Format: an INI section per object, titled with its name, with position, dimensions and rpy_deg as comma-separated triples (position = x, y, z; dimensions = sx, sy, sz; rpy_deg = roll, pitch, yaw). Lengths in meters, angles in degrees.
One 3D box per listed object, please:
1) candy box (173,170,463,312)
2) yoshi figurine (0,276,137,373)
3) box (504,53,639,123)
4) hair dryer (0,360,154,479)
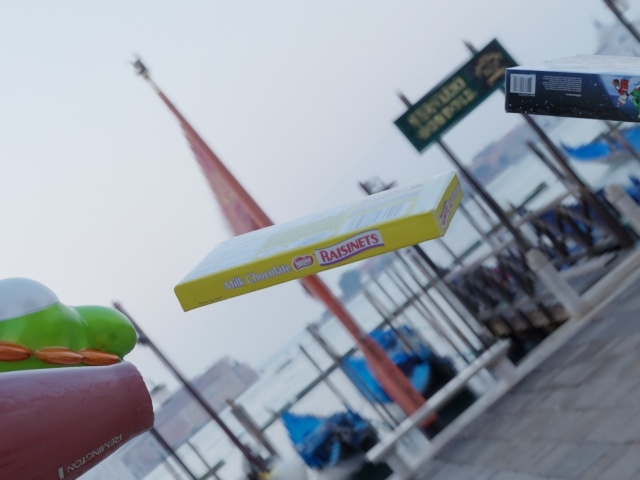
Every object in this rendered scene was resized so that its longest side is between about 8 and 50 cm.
[candy box]
position = 0.000, 0.000, 0.831
dimensions = 0.206, 0.027, 0.105
rpy_deg = -17, 11, 20
[yoshi figurine]
position = -0.337, 0.084, 0.915
dimensions = 0.362, 0.203, 0.203
rpy_deg = 11, -61, -35
[box]
position = 0.311, -0.140, 1.036
dimensions = 0.233, 0.044, 0.159
rpy_deg = 10, 18, 37
[hair dryer]
position = -0.183, 0.061, 0.454
dimensions = 0.223, 0.080, 0.293
rpy_deg = -47, -38, 15
